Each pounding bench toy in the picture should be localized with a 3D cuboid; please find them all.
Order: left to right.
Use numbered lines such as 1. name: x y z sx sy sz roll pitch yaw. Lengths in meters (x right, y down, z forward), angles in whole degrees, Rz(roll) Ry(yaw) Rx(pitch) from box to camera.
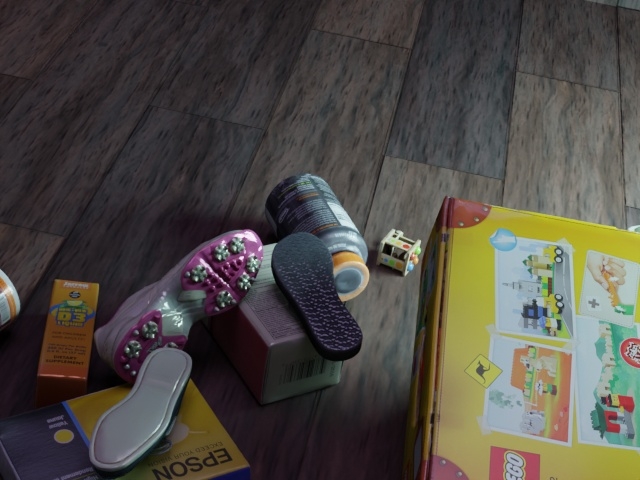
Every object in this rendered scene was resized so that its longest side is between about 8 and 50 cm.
1. pounding bench toy: 0.151 0.016 2.262 0.065 0.052 0.083 22 37 17

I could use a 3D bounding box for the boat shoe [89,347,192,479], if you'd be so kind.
1. boat shoe: -0.245 0.247 1.716 0.095 0.079 0.254 11 33 6

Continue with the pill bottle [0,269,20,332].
1. pill bottle: -0.567 0.129 1.879 0.121 0.121 0.221 24 38 20

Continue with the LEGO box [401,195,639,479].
1. LEGO box: 0.321 0.212 1.780 0.372 0.193 0.500 11 54 -2

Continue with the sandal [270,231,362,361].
1. sandal: -0.013 0.089 1.914 0.097 0.054 0.254 -9 49 -15

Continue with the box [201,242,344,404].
1. box: -0.077 0.128 1.989 0.148 0.127 0.232 -12 40 -28

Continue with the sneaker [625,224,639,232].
1. sneaker: 0.479 0.133 2.148 0.182 0.158 0.410 -10 29 28

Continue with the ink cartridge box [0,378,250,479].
1. ink cartridge box: -0.262 0.326 1.725 0.303 0.072 0.307 -13 39 -30

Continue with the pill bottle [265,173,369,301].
1. pill bottle: 0.000 0.000 2.182 0.130 0.130 0.246 -6 38 -21

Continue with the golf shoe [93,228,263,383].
1. golf shoe: -0.220 0.082 1.896 0.306 0.115 0.140 -42 31 -24

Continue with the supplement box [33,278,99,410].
1. supplement box: -0.387 0.159 1.917 0.078 0.080 0.233 6 33 -9
